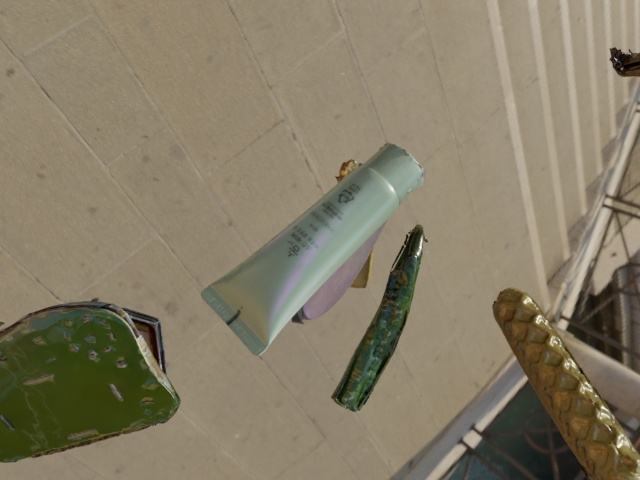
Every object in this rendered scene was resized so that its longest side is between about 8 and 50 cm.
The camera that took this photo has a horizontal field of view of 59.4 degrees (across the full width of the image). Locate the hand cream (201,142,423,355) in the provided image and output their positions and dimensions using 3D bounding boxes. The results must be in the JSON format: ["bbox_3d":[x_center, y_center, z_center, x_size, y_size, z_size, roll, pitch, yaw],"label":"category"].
[{"bbox_3d":[0.000,0.000,0.463,0.205,0.078,0.050,-42,153,-12],"label":"hand cream"}]

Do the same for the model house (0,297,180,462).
[{"bbox_3d":[-0.338,0.152,0.760,0.294,0.154,0.207,-17,116,10],"label":"model house"}]

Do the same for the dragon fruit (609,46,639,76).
[{"bbox_3d":[0.473,-0.192,0.674,0.125,0.246,0.125,-51,150,-18],"label":"dragon fruit"}]

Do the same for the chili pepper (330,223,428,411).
[{"bbox_3d":[0.123,0.134,1.008,0.085,0.076,0.359,31,81,-41],"label":"chili pepper"}]

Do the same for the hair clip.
[{"bbox_3d":[0.045,-0.006,0.859,0.095,0.110,0.359,33,52,-5],"label":"hair clip"}]

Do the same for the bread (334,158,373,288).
[{"bbox_3d":[0.071,-0.026,1.243,0.275,0.114,0.185,92,5,-64],"label":"bread"}]

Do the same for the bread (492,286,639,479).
[{"bbox_3d":[0.360,0.213,0.838,0.084,0.367,0.077,30,116,-37],"label":"bread"}]
